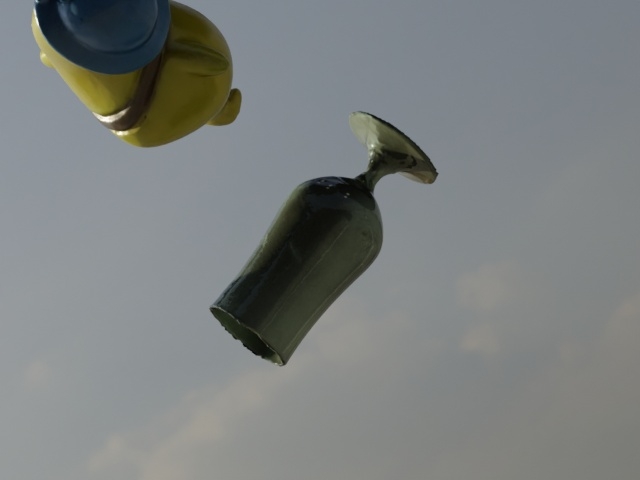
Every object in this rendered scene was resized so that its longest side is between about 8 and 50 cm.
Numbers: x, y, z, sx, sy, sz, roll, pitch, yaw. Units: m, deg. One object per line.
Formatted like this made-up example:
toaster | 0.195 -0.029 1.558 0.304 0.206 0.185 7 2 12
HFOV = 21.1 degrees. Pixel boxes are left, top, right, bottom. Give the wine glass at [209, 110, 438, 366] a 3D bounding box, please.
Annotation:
wine glass | 0.000 0.000 1.570 0.231 0.103 0.103 -52 -14 -13

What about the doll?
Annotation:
doll | -0.182 -0.170 1.572 0.199 0.145 0.363 3 -12 16
